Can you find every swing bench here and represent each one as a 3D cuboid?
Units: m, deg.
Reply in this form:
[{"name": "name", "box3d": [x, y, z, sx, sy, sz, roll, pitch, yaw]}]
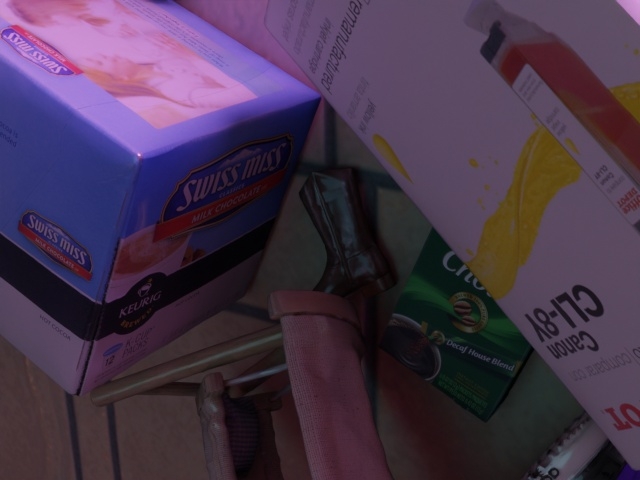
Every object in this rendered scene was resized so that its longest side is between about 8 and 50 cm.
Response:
[{"name": "swing bench", "box3d": [-0.035, 0.205, 0.776, 0.254, 0.165, 0.253, -28, 65, 35]}]

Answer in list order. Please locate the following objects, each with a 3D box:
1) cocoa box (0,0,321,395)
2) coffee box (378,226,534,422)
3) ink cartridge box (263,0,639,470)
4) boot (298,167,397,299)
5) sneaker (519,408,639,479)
[{"name": "cocoa box", "box3d": [-0.221, -0.092, 0.793, 0.347, 0.231, 0.228, 35, 123, 18]}, {"name": "coffee box", "box3d": [0.125, 0.038, 0.730, 0.113, 0.040, 0.184, 35, 124, 19]}, {"name": "ink cartridge box", "box3d": [0.159, -0.081, 0.513, 0.385, 0.160, 0.279, 51, 161, 7]}, {"name": "boot", "box3d": [0.000, 0.000, 0.802, 0.106, 0.037, 0.114, -21, 99, 24]}, {"name": "sneaker", "box3d": [0.185, 0.270, 0.741, 0.146, 0.102, 0.293, 39, 125, 15]}]
